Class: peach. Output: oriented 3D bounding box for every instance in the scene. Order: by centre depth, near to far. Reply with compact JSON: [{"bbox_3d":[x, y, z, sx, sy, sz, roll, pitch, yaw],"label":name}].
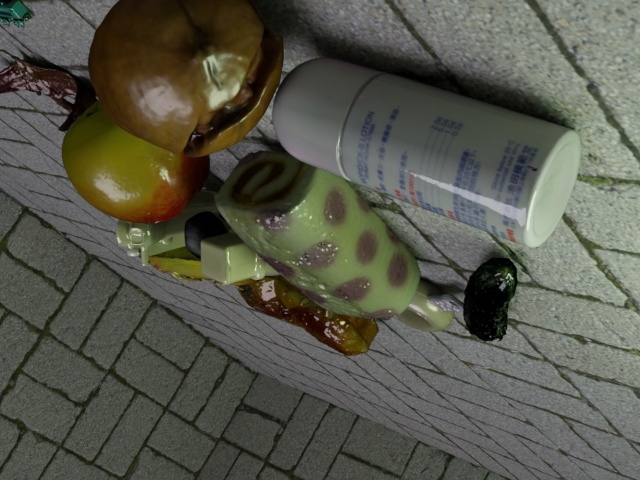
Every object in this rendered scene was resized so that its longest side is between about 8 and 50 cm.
[{"bbox_3d":[-0.301,-0.136,1.609,0.231,0.231,0.231,28,165,8],"label":"peach"},{"bbox_3d":[-0.217,0.006,2.013,0.268,0.153,0.159,4,163,18],"label":"peach"}]

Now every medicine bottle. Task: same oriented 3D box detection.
[{"bbox_3d":[0.098,-0.107,1.063,0.341,0.130,0.130,22,163,28],"label":"medicine bottle"}]

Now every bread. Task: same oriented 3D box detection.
[{"bbox_3d":[0.000,0.000,1.560,0.187,0.155,0.338,11,156,41],"label":"bread"},{"bbox_3d":[-0.051,0.143,2.232,0.381,0.109,0.185,22,164,35],"label":"bread"}]

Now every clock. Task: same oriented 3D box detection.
[{"bbox_3d":[-0.199,-0.020,1.764,0.379,0.120,0.277,14,-159,42],"label":"clock"}]

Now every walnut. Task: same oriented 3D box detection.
[{"bbox_3d":[-0.170,-0.203,1.140,0.209,0.209,0.336,38,167,-26],"label":"walnut"}]

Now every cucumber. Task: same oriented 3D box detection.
[{"bbox_3d":[0.259,0.085,1.500,0.081,0.072,0.303,28,165,17],"label":"cucumber"}]

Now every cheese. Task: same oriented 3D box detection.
[{"bbox_3d":[0.192,0.112,1.743,0.137,0.064,0.227,33,164,-17],"label":"cheese"}]

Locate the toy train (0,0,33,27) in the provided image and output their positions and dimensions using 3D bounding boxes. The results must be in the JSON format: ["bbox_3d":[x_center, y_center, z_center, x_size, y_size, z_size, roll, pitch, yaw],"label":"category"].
[{"bbox_3d":[-0.501,-0.368,1.577,0.092,0.029,0.045,19,154,42],"label":"toy train"}]

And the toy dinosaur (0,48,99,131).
[{"bbox_3d":[-0.533,-0.267,1.811,0.327,0.112,0.206,28,165,17],"label":"toy dinosaur"}]
